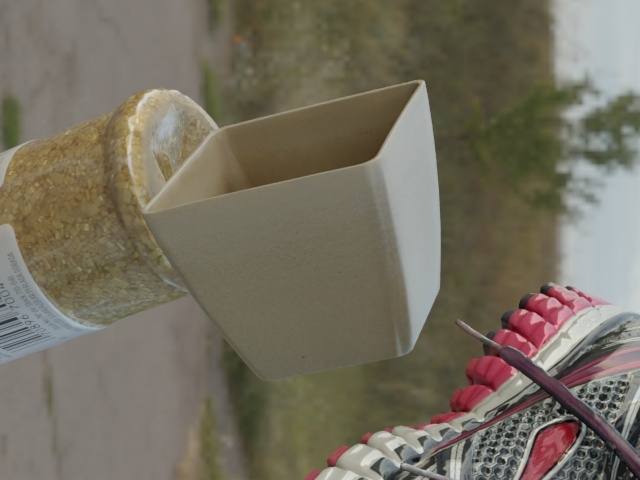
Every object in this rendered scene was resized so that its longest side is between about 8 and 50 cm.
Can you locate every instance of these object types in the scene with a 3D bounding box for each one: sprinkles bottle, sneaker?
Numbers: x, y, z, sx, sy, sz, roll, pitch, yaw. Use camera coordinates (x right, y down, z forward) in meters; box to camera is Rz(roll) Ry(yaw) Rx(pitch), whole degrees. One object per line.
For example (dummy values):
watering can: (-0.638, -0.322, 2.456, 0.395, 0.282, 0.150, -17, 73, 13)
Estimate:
sprinkles bottle: (-0.215, 0.022, 1.038, 0.121, 0.355, 0.121, 41, 39, -45)
sneaker: (0.076, 0.114, 0.670, 0.299, 0.112, 0.121, -42, 133, -39)

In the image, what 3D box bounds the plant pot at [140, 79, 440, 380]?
plant pot: (0.000, 0.000, 0.783, 0.109, 0.109, 0.096, -59, 134, -62)
